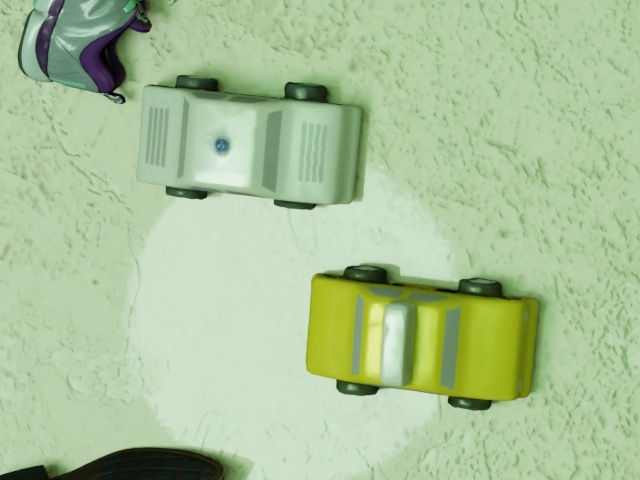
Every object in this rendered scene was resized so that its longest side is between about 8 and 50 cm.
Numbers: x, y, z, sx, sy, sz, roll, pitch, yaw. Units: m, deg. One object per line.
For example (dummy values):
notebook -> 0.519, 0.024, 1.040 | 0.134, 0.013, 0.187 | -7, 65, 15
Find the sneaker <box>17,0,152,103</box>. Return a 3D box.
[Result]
sneaker -> -0.170, -0.222, 1.599 | 0.098, 0.083, 0.223 | 20, 116, 5

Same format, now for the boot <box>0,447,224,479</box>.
boot -> -0.174, 0.238, 1.650 | 0.219, 0.082, 0.106 | -8, 113, 15

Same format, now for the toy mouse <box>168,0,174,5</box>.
toy mouse -> -0.123, -0.262, 1.571 | 0.031, 0.161, 0.143 | -13, 61, -22

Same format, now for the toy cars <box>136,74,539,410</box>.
toy cars -> 0.000, 0.000, 1.553 | 0.176, 0.087, 0.393 | -45, 80, 16
